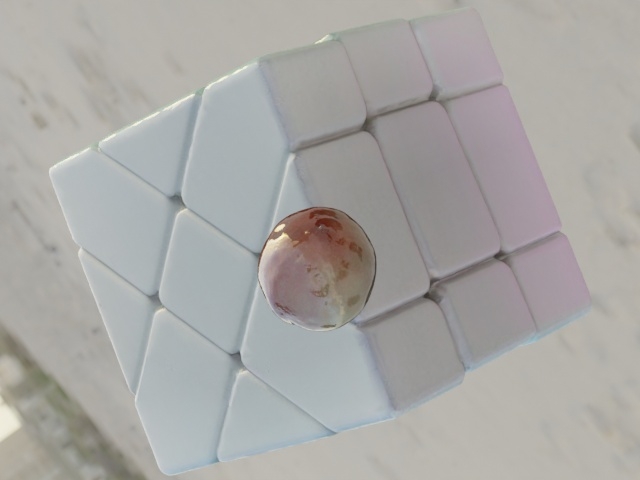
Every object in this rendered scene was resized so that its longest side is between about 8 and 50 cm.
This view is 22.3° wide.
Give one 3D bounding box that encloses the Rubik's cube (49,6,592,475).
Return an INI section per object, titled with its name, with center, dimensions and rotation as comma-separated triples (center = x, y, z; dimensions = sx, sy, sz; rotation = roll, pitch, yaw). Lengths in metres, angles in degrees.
[Rubik's cube]
center = 0.000, 0.000, 1.493
dimensions = 0.322, 0.316, 0.319
rotation = -22, 90, 42

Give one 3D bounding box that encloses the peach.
[peach]
center = -0.003, 0.017, 1.063
dimensions = 0.083, 0.083, 0.083
rotation = 52, 171, 12
